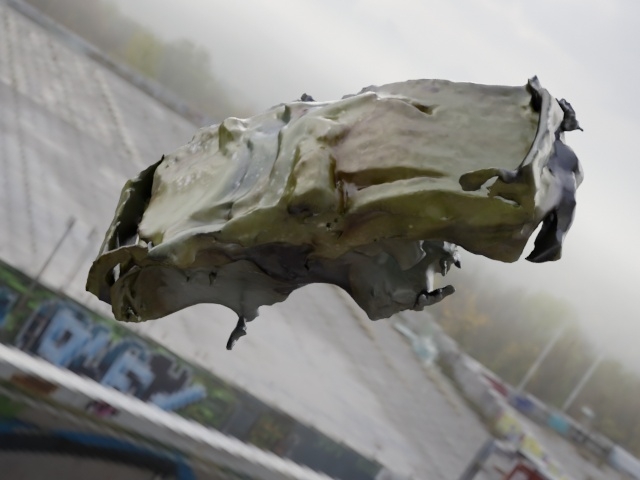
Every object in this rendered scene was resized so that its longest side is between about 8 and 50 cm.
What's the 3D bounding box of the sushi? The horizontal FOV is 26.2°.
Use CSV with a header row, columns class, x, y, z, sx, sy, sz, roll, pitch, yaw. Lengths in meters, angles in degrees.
class,x,y,z,sx,sy,sz,roll,pitch,yaw
sushi,-0.003,-0.005,0.756,0.139,0.291,0.131,-72,148,-48
